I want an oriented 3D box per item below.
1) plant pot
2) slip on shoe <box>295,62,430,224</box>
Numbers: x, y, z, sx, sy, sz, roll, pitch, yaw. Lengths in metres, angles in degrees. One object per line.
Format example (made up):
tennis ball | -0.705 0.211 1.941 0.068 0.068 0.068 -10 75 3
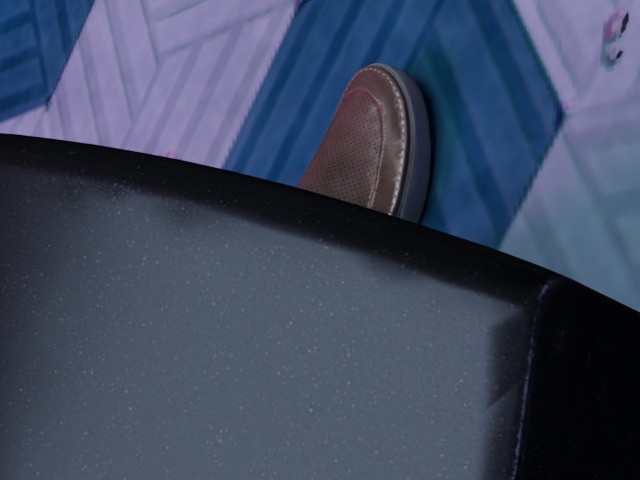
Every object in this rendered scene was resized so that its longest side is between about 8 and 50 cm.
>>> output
plant pot | 0.012 0.084 0.425 0.167 0.187 0.188 0 74 41
slip on shoe | 0.000 0.000 0.584 0.051 0.041 0.135 15 87 54
